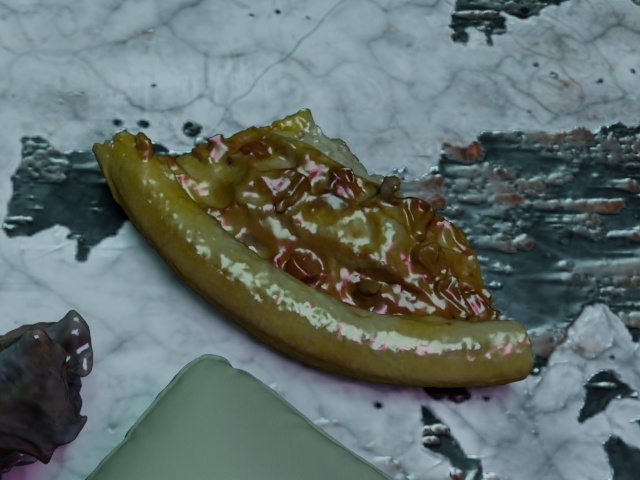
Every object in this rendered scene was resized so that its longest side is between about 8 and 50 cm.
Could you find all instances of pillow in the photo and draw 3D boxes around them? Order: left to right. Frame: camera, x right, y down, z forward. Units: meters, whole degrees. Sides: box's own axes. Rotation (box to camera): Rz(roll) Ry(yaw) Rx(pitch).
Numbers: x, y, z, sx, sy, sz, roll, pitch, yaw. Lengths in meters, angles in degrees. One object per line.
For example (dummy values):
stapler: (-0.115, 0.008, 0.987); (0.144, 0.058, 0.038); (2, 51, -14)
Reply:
pillow: (-0.025, 0.240, 0.978); (0.322, 0.120, 0.255); (34, 62, 12)

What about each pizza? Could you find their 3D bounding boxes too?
pizza: (0.000, 0.000, 1.174); (0.365, 0.074, 0.182); (32, 66, 11)

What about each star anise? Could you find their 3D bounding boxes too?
star anise: (-0.208, 0.128, 0.982); (0.110, 0.257, 0.198); (44, 82, -10)
